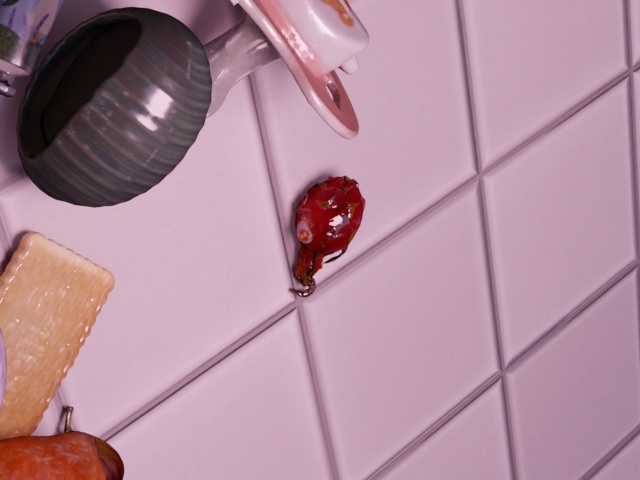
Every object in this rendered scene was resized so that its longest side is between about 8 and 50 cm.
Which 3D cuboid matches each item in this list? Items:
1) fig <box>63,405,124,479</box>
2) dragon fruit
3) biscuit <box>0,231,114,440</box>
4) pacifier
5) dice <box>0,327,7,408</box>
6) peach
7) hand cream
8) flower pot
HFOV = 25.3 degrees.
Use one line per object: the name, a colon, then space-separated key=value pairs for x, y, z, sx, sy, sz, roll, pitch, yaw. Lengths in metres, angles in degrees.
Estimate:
fig: x=-0.303 y=0.271 z=1.787 sx=0.089 sy=0.089 sz=0.125 roll=-36 pitch=106 yaw=-30
dragon fruit: x=0.000 y=0.000 z=1.969 sx=0.094 sy=0.094 sz=0.190 roll=1 pitch=118 yaw=-47
biscuit: x=-0.353 y=0.121 z=1.692 sx=0.160 sy=0.030 sz=0.249 roll=33 pitch=83 yaw=-49
pacifier: x=-0.068 y=-0.248 z=1.685 sx=0.273 sy=0.220 sz=0.332 roll=-45 pitch=111 yaw=-21
dice: x=-0.491 y=0.135 z=1.374 sx=0.270 sy=0.270 sz=0.271 roll=31 pitch=84 yaw=-49
peach: x=-0.346 y=0.315 z=1.668 sx=0.233 sy=0.233 sz=0.232 roll=-21 pitch=122 yaw=-39
hand cream: x=-0.304 y=-0.288 z=1.546 sx=0.091 sy=0.058 sz=0.271 roll=27 pitch=81 yaw=-43
flower pot: x=-0.226 y=-0.145 z=1.576 sx=0.243 sy=0.189 sz=0.157 roll=-46 pitch=135 yaw=17
